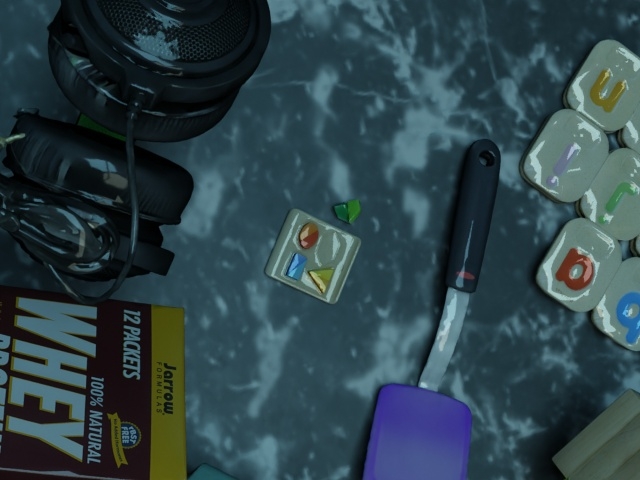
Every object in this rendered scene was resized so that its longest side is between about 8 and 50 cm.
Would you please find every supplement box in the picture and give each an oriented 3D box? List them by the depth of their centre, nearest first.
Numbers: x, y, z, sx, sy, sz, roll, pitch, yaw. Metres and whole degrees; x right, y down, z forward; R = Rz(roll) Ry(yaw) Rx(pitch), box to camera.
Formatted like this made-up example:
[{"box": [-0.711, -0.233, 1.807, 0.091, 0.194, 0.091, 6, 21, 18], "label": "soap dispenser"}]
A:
[{"box": [-0.195, 0.135, 0.906, 0.194, 0.191, 0.129, 8, 47, -15], "label": "supplement box"}]

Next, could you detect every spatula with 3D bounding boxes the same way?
[{"box": [0.101, 0.062, 1.166, 0.084, 0.030, 0.297, 16, 81, -13], "label": "spatula"}]

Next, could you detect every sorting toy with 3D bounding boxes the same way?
[{"box": [0.000, 0.000, 1.155, 0.062, 0.012, 0.083, 24, 81, -11], "label": "sorting toy"}]

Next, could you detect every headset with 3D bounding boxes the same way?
[{"box": [-0.150, -0.088, 0.940, 0.185, 0.394, 0.243, 20, 114, -12], "label": "headset"}]

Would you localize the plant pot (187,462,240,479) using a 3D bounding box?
[{"box": [-0.038, 0.276, 1.052, 0.234, 0.165, 0.166, 43, 77, 2], "label": "plant pot"}]

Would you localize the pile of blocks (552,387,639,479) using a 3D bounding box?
[{"box": [0.201, 0.296, 1.149, 0.112, 0.149, 0.362, 26, 88, -54], "label": "pile of blocks"}]

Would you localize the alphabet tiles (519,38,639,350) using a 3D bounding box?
[{"box": [0.307, -0.034, 1.230, 0.284, 0.021, 0.278, 34, 78, -9], "label": "alphabet tiles"}]
